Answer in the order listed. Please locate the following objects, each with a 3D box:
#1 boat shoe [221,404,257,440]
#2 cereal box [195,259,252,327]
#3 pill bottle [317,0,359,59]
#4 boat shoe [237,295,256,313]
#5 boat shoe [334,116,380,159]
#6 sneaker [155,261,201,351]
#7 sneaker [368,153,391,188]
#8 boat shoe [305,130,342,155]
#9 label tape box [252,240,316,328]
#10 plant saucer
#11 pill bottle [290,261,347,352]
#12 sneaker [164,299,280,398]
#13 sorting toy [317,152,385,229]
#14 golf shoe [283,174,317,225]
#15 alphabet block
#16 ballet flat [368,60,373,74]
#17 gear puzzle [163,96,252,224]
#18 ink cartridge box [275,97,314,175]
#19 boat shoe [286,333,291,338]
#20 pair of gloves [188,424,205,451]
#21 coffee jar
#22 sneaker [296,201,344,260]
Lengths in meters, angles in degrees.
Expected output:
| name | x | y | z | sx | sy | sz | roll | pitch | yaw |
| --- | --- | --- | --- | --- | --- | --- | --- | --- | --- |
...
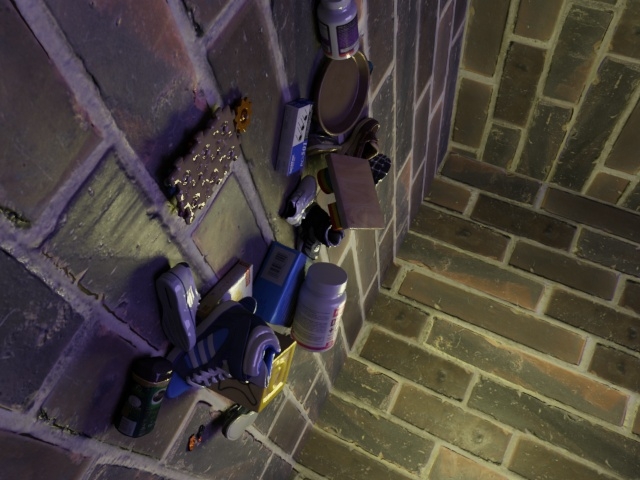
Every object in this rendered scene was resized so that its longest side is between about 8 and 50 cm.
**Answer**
| name | x | y | z | sx | sy | sz | roll | pitch | yaw |
| --- | --- | --- | --- | --- | --- | --- | --- | --- | --- |
| boat shoe | -0.298 | 0.634 | 2.108 | 0.254 | 0.079 | 0.095 | -20 | 128 | -71 |
| cereal box | -0.274 | 0.188 | 1.687 | 0.240 | 0.048 | 0.172 | -50 | 155 | -45 |
| pill bottle | 0.048 | -0.598 | 1.607 | 0.108 | 0.108 | 0.193 | -61 | 162 | -21 |
| boat shoe | -0.241 | 0.239 | 1.674 | 0.183 | 0.066 | 0.066 | -54 | 167 | -7 |
| boat shoe | 0.164 | -0.351 | 2.234 | 0.342 | 0.123 | 0.123 | -50 | 156 | -45 |
| sneaker | -0.326 | 0.164 | 1.422 | 0.091 | 0.094 | 0.258 | -46 | 152 | -42 |
| sneaker | 0.212 | -0.264 | 2.581 | 0.275 | 0.107 | 0.110 | -57 | 180 | -18 |
| boat shoe | 0.008 | -0.314 | 1.885 | 0.223 | 0.080 | 0.073 | -27 | 105 | -66 |
| label tape box | -0.118 | 0.164 | 2.031 | 0.249 | 0.115 | 0.347 | -66 | 166 | -6 |
| plant saucer | 0.064 | -0.467 | 1.846 | 0.278 | 0.041 | 0.277 | -37 | 140 | -39 |
| pill bottle | -0.002 | 0.224 | 1.990 | 0.160 | 0.161 | 0.282 | -44 | 152 | -53 |
| sneaker | -0.249 | 0.330 | 1.515 | 0.322 | 0.236 | 0.130 | -49 | 149 | -8 |
| sorting toy | 0.095 | -0.152 | 2.005 | 0.257 | 0.090 | 0.255 | -2 | 77 | -57 |
| golf shoe | -0.066 | -0.133 | 1.906 | 0.086 | 0.069 | 0.176 | 18 | 92 | -67 |
| alphabet block | -0.217 | 0.385 | 1.847 | 0.193 | 0.197 | 0.192 | -34 | 143 | -62 |
| ballet flat | 0.124 | -0.530 | 2.009 | 0.188 | 0.070 | 0.070 | -56 | 160 | -24 |
| gear puzzle | -0.243 | -0.210 | 1.322 | 0.175 | 0.044 | 0.338 | 84 | 30 | -54 |
| ink cartridge box | -0.075 | -0.299 | 1.705 | 0.097 | 0.046 | 0.206 | -40 | 148 | -55 |
| boat shoe | -0.149 | 0.445 | 2.390 | 0.040 | 0.049 | 0.142 | 22 | 84 | -35 |
| pair of gloves | -0.401 | 0.642 | 1.919 | 0.083 | 0.010 | 0.074 | -42 | 149 | -57 |
| coffee jar | -0.420 | 0.369 | 1.412 | 0.184 | 0.079 | 0.096 | -69 | 161 | 6 |
| sneaker | 0.000 | 0.000 | 2.086 | 0.101 | 0.153 | 0.268 | -34 | 144 | -32 |
